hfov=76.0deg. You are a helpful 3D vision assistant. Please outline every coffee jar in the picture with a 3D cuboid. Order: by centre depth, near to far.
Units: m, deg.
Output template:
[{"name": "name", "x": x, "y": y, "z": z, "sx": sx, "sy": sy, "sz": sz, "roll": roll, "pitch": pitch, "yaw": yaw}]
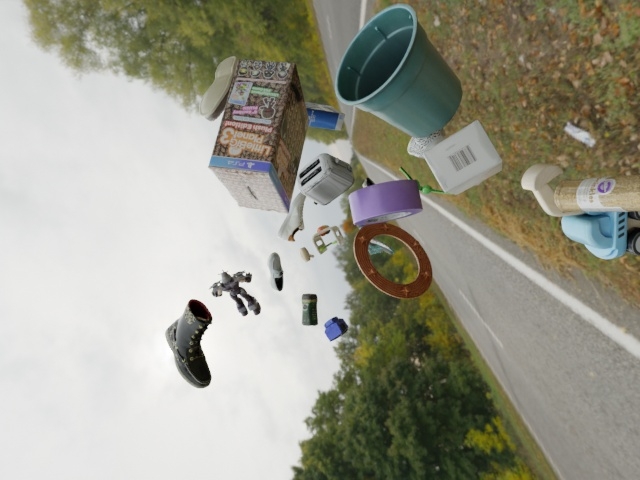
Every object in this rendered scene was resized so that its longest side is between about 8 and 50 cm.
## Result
[{"name": "coffee jar", "x": -0.063, "y": 0.400, "z": 2.373, "sx": 0.079, "sy": 0.096, "sz": 0.185, "roll": 4, "pitch": -97, "yaw": -42}]

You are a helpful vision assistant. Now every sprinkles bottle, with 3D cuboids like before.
[{"name": "sprinkles bottle", "x": 0.946, "y": -0.149, "z": 1.318, "sx": 0.121, "sy": 0.121, "sz": 0.355, "roll": 66, "pitch": 163, "yaw": -12}]

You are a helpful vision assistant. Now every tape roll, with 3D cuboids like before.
[{"name": "tape roll", "x": 0.174, "y": -0.099, "z": 1.100, "sx": 0.189, "sy": 0.188, "sz": 0.080, "roll": 19, "pitch": -120, "yaw": -78}]

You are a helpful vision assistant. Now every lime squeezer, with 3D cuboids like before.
[{"name": "lime squeezer", "x": 0.562, "y": -0.305, "z": 2.227, "sx": 0.059, "sy": 0.310, "sz": 0.110, "roll": -58, "pitch": -7, "yaw": -37}]

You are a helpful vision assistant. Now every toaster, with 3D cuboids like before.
[{"name": "toaster", "x": 0.009, "y": -0.235, "z": 1.593, "sx": 0.146, "sy": 0.227, "sz": 0.129, "roll": 24, "pitch": -137, "yaw": -41}]

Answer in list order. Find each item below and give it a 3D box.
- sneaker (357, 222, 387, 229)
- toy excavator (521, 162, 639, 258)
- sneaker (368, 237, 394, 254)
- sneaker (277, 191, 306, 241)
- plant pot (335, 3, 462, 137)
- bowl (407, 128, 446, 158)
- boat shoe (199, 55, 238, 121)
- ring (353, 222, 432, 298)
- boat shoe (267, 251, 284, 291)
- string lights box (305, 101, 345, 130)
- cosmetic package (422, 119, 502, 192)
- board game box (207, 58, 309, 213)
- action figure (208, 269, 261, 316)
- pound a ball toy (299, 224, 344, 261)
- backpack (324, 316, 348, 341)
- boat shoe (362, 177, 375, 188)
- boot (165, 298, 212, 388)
[{"name": "sneaker", "x": 0.242, "y": -0.065, "z": 1.847, "sx": 0.232, "sy": 0.081, "sz": 0.090, "roll": -3, "pitch": -121, "yaw": -49}, {"name": "toy excavator", "x": 1.029, "y": -0.115, "z": 1.604, "sx": 0.222, "sy": 0.445, "sz": 0.433, "roll": -123, "pitch": 20, "yaw": -73}, {"name": "sneaker", "x": 0.255, "y": 0.036, "z": 1.867, "sx": 0.166, "sy": 0.076, "sz": 0.065, "roll": 25, "pitch": -169, "yaw": 20}, {"name": "sneaker", "x": -0.122, "y": -0.125, "z": 2.261, "sx": 0.106, "sy": 0.123, "sz": 0.290, "roll": 39, "pitch": -105, "yaw": -79}, {"name": "plant pot", "x": 0.284, "y": -0.537, "z": 1.391, "sx": 0.334, "sy": 0.341, "sz": 0.341, "roll": 22, "pitch": -141, "yaw": -37}, {"name": "bowl", "x": 0.437, "y": -0.380, "z": 1.622, "sx": 0.080, "sy": 0.170, "sz": 0.170, "roll": 57, "pitch": -177, "yaw": 28}, {"name": "boat shoe", "x": -0.366, "y": -0.565, "z": 1.565, "sx": 0.097, "sy": 0.116, "sz": 0.325, "roll": 53, "pitch": -141, "yaw": -48}, {"name": "ring", "x": 0.279, "y": 0.062, "z": 1.527, "sx": 0.032, "sy": 0.336, "sz": 0.337, "roll": -55, "pitch": 44, "yaw": 48}, {"name": "boat shoe", "x": -0.223, "y": 0.168, "z": 2.140, "sx": 0.081, "sy": 0.079, "sz": 0.228, "roll": 30, "pitch": 133, "yaw": 38}, {"name": "string lights box", "x": -0.041, "y": -0.534, "z": 1.737, "sx": 0.133, "sy": 0.259, "sz": 0.077, "roll": 46, "pitch": 129, "yaw": 44}, {"name": "cosmetic package", "x": 0.496, "y": -0.265, "z": 1.397, "sx": 0.155, "sy": 0.197, "sz": 0.365, "roll": 62, "pitch": -158, "yaw": 6}, {"name": "board game box", "x": -0.137, "y": -0.249, "z": 1.017, "sx": 0.232, "sy": 0.141, "sz": 0.291, "roll": 68, "pitch": -149, "yaw": -71}, {"name": "action figure", "x": -0.357, "y": 0.215, "z": 1.732, "sx": 0.099, "sy": 0.185, "sz": 0.285, "roll": -103, "pitch": -8, "yaw": -46}, {"name": "pound a ball toy", "x": 0.000, "y": 0.000, "z": 2.198, "sx": 0.136, "sy": 0.208, "sz": 0.319, "roll": 63, "pitch": -170, "yaw": 0}, {"name": "backpack", "x": 0.082, "y": 0.432, "z": 2.044, "sx": 0.101, "sy": 0.098, "sz": 0.120, "roll": 62, "pitch": -156, "yaw": 12}, {"name": "boat shoe", "x": 0.241, "y": -0.239, "z": 1.909, "sx": 0.152, "sy": 0.056, "sz": 0.049, "roll": -124, "pitch": 30, "yaw": -42}, {"name": "boot", "x": -0.382, "y": 0.315, "z": 1.258, "sx": 0.085, "sy": 0.179, "sz": 0.236, "roll": -6, "pitch": -129, "yaw": -52}]
